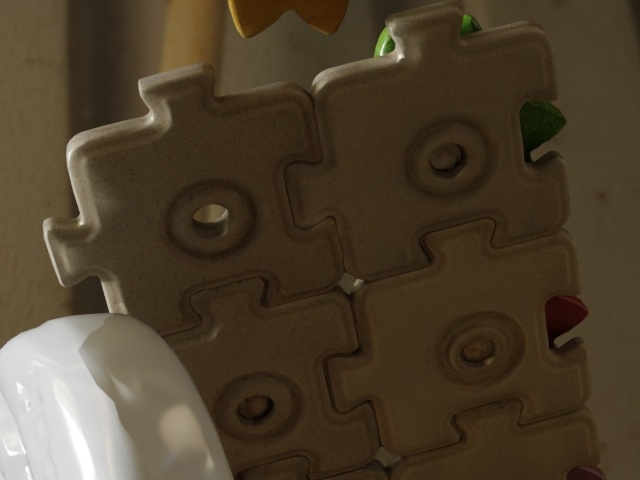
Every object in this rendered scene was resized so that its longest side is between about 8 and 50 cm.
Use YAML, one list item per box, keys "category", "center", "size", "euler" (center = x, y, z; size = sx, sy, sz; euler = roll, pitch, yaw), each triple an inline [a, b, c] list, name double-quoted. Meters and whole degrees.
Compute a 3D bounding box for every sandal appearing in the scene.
- category: "sandal"
  center: [-0.059, 0.180, 0.609]
  size: [0.102, 0.416, 0.169]
  euler: [-11, -123, -22]

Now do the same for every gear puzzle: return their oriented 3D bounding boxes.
- category: "gear puzzle"
  center: [0.000, 0.000, 0.598]
  size: [0.175, 0.339, 0.044]
  euler: [-15, -146, -4]
